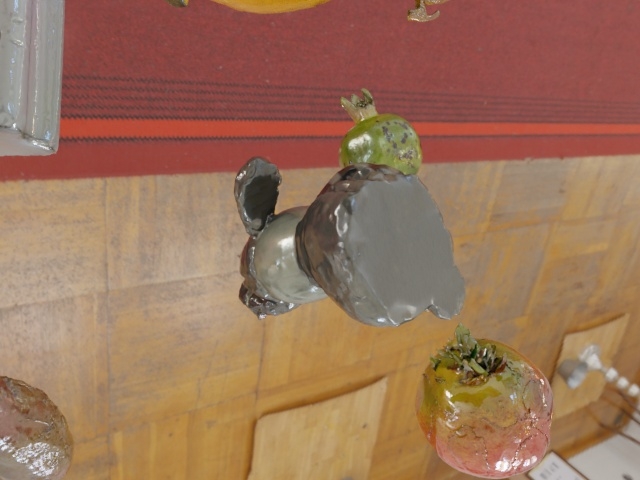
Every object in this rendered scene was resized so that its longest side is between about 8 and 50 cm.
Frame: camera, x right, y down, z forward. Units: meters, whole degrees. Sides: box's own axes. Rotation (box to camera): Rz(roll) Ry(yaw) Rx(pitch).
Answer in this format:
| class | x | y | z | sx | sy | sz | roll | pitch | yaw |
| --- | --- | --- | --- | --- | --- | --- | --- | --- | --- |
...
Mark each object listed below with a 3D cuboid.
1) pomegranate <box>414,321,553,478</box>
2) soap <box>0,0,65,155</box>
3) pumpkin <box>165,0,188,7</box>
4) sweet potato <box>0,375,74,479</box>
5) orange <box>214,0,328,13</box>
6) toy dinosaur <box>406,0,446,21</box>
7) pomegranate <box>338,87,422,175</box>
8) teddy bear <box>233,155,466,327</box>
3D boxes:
| class | x | y | z | sx | sy | sz | roll | pitch | yaw |
| --- | --- | --- | --- | --- | --- | --- | --- | --- | --- |
| pomegranate | 0.245 | 0.242 | 0.852 | 0.210 | 0.210 | 0.235 | -29 | 118 | -21 |
| soap | -0.739 | -0.405 | 1.175 | 0.351 | 0.213 | 0.434 | -3 | 83 | 1 |
| pumpkin | -0.383 | -0.743 | 1.431 | 0.130 | 0.149 | 0.253 | 39 | 66 | -71 |
| sweet potato | -0.391 | 0.206 | 0.661 | 0.109 | 0.109 | 0.385 | -33 | 145 | -18 |
| orange | -0.029 | -0.262 | 0.318 | 0.246 | 0.246 | 0.246 | -18 | 124 | -28 |
| toy dinosaur | 0.088 | -0.196 | 0.418 | 0.113 | 0.041 | 0.026 | -50 | 180 | -31 |
| pomegranate | 0.115 | -0.216 | 1.289 | 0.246 | 0.198 | 0.198 | 38 | 89 | -9 |
| teddy bear | 0.005 | -0.010 | 0.550 | 0.144 | 0.251 | 0.171 | -37 | 118 | -34 |
